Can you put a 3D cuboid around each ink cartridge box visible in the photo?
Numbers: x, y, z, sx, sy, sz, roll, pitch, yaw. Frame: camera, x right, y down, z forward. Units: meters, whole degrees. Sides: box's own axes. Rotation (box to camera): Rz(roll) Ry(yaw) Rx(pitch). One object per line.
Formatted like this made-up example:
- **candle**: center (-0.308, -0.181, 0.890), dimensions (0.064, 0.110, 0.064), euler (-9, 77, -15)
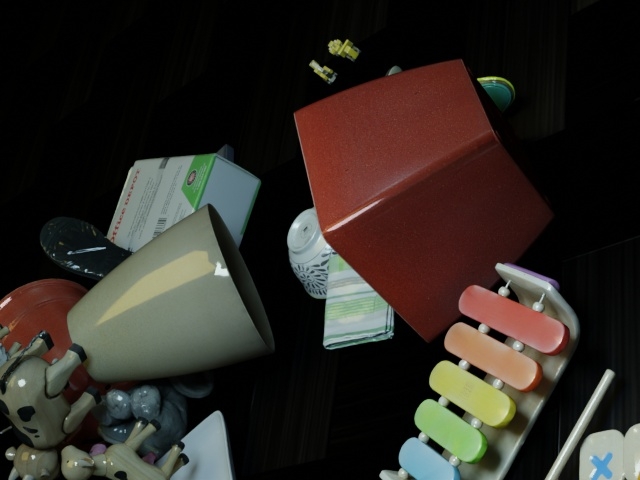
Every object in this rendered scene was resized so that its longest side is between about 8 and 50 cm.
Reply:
- **ink cartridge box**: center (-0.266, -0.041, 2.006), dimensions (0.289, 0.121, 0.211), euler (3, 71, 52)

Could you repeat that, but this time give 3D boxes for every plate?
- **plate**: center (-0.205, 0.447, 1.643), dimensions (0.278, 0.045, 0.277), euler (-42, 43, 25)

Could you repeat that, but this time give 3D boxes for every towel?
- **towel**: center (0.055, 0.080, 1.574), dimensions (0.113, 0.023, 0.152), euler (-12, 57, 24)

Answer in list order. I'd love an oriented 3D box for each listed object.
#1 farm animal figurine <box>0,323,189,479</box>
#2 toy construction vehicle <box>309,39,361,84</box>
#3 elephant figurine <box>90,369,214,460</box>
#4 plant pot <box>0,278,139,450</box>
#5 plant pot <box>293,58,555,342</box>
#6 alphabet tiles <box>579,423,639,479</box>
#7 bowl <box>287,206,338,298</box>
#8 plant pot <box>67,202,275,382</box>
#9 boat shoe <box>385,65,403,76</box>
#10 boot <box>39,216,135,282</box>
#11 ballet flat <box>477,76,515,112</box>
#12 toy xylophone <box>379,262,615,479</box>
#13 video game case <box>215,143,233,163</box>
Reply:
- **farm animal figurine**: center (-0.395, 0.292, 1.621), dimensions (0.330, 0.327, 0.172), euler (3, 39, 37)
- **toy construction vehicle**: center (0.023, -0.336, 1.970), dimensions (0.086, 0.035, 0.098), euler (-53, 33, 10)
- **elephant figurine**: center (-0.267, 0.241, 1.819), dimensions (0.169, 0.186, 0.239), euler (6, 36, 20)
- **plant pot**: center (-0.466, 0.243, 1.997), dimensions (0.265, 0.272, 0.272), euler (28, 89, 49)
- **plant pot**: center (0.150, -0.075, 1.415), dimensions (0.235, 0.267, 0.267), euler (-31, 41, 17)
- **alphabet tiles**: center (0.330, 0.310, 1.062), dimensions (0.284, 0.021, 0.278), euler (-25, 44, 42)
- **bowl**: center (0.000, 0.000, 1.698), dimensions (0.170, 0.080, 0.170), euler (-34, 40, 36)
- **plant pot**: center (-0.246, 0.114, 1.687), dimensions (0.274, 0.256, 0.256), euler (-24, 39, 1)
- **boat shoe**: center (0.111, -0.223, 1.754), dimensions (0.043, 0.049, 0.137), euler (-20, 55, 48)
- **boot**: center (-0.396, 0.074, 1.982), dimensions (0.207, 0.246, 0.094), euler (99, -163, -61)
- **ballet flat**: center (0.194, -0.190, 1.597), dimensions (0.231, 0.077, 0.077), euler (-34, 24, 37)
- **toy xylophone**: center (0.209, 0.188, 1.252), dimensions (0.236, 0.081, 0.323), euler (10, 73, 61)
- **video game case**: center (-0.269, -0.047, 2.151), dimensions (0.274, 0.026, 0.196), euler (-36, 40, 31)
